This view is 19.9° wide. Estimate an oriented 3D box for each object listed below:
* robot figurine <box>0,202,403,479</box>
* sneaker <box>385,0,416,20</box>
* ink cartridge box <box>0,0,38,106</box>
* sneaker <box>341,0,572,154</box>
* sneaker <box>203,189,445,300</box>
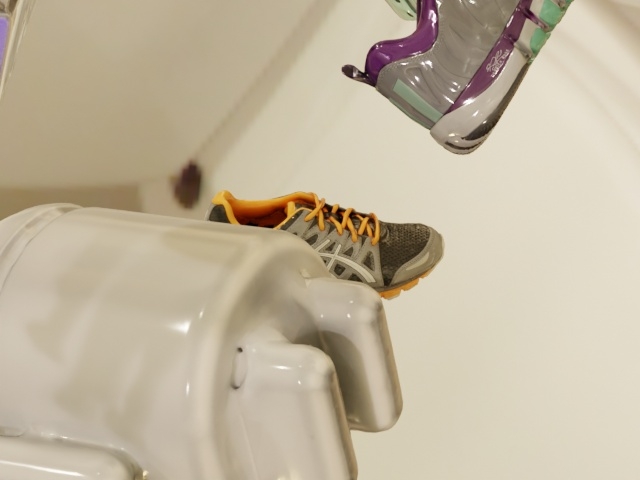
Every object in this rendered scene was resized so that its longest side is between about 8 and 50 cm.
[{"bbox_3d":[-0.123,0.082,1.258,0.353,0.300,0.200,8,124,29],"label":"robot figurine"},{"bbox_3d":[0.087,-0.274,1.689,0.094,0.151,0.256,-41,8,-1],"label":"sneaker"},{"bbox_3d":[-0.174,-0.081,0.465,0.208,0.206,0.045,-87,8,-54],"label":"ink cartridge box"},{"bbox_3d":[0.105,-0.163,1.050,0.224,0.098,0.083,-57,-3,-14],"label":"sneaker"},{"bbox_3d":[0.000,0.000,1.547,0.084,0.214,0.083,-100,10,-58],"label":"sneaker"}]
